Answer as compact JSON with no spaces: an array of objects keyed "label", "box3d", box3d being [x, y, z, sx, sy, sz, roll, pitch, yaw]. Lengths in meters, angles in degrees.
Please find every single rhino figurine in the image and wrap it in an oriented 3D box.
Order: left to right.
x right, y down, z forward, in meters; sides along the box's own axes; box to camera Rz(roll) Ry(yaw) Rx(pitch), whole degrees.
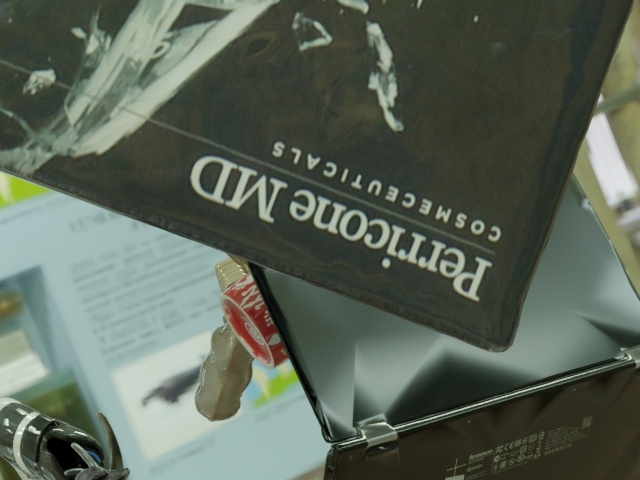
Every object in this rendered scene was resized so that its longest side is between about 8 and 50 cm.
[{"label":"rhino figurine","box3d":[-0.120,0.148,2.017,0.073,0.243,0.106,18,29,2]}]

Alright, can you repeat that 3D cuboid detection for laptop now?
[{"label":"laptop","box3d":[0.099,0.132,1.307,0.382,0.408,0.236,-11,30,-33]}]

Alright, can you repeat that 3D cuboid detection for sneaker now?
[{"label":"sneaker","box3d":[-0.272,0.252,1.595,0.121,0.079,0.217,18,-17,32]}]

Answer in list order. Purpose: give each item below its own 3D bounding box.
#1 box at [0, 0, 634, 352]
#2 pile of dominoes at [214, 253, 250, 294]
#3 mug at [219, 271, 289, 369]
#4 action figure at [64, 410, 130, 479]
[{"label":"box","box3d":[-0.065,-0.247,0.818,0.480,0.472,0.297,20,1,-11]},{"label":"pile of dominoes","box3d":[0.000,0.000,1.672,0.251,0.040,0.196,-25,-41,-11]},{"label":"mug","box3d":[-0.012,0.049,1.475,0.169,0.113,0.150,-35,1,-19]},{"label":"action figure","box3d":[-0.143,0.245,0.865,0.164,0.141,0.276,-38,25,44]}]
